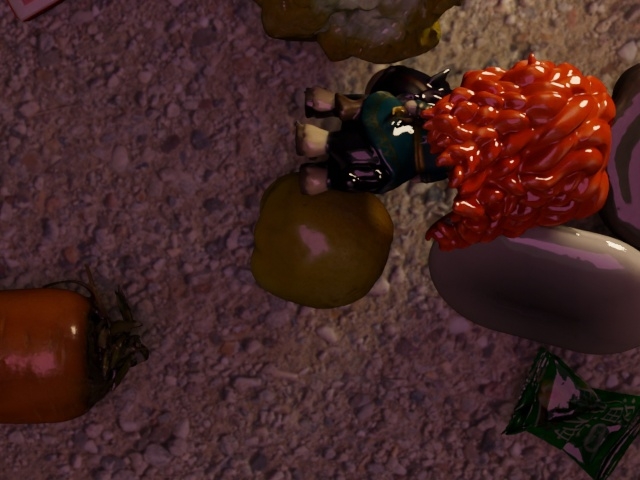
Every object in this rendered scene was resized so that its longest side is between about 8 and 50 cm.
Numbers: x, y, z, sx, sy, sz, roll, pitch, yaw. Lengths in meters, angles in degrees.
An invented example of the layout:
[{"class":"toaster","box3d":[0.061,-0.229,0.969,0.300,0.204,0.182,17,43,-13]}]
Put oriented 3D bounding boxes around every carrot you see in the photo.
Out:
[{"class":"carrot","box3d":[-0.399,0.158,1.778,0.331,0.214,0.193,0,128,6]}]

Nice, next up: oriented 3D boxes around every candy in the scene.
[{"class":"candy","box3d":[0.370,0.251,1.818,0.203,0.078,0.141,28,110,-14]}]

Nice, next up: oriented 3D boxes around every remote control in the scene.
[{"class":"remote control","box3d":[0.310,0.061,1.731,0.332,0.103,0.221,13,138,11]}]

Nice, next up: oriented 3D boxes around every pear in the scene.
[{"class":"pear","box3d":[0.000,0.000,1.738,0.200,0.200,0.200,0,99,2]}]

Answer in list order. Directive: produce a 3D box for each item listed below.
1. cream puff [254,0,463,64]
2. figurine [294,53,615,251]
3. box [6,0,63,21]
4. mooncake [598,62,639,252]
[{"class":"cream puff","box3d":[0.029,-0.394,1.655,0.323,0.270,0.274,17,63,-36]},{"class":"figurine","box3d":[0.164,-0.129,1.631,0.412,0.306,0.241,13,112,34]},{"class":"box","box3d":[-0.348,-0.411,1.756,0.229,0.050,0.123,-28,97,6]},{"class":"mooncake","box3d":[0.505,-0.105,1.717,0.306,0.154,0.306,0,100,2]}]
